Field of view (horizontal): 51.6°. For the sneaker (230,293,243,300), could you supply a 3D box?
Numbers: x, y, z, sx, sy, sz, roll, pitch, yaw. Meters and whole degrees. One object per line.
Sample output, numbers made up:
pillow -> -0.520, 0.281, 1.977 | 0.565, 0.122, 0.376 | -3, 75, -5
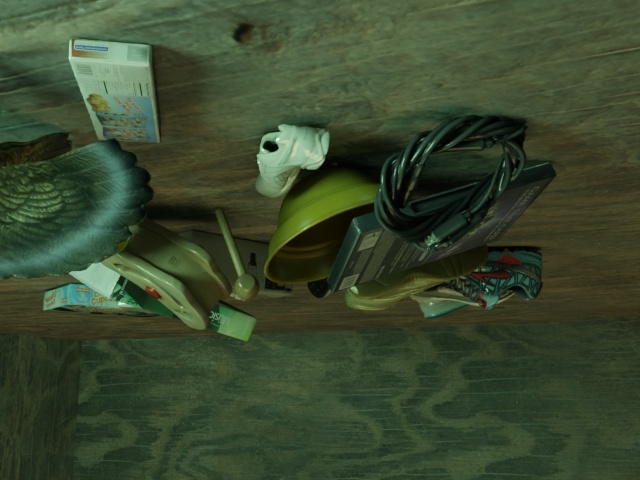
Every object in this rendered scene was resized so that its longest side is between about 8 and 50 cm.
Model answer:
sneaker -> -0.215, 0.086, 1.529 | 0.191, 0.071, 0.083 | 11, 145, -45

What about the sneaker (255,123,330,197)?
sneaker -> -0.047, -0.094, 0.747 | 0.061, 0.053, 0.152 | 15, 156, -23

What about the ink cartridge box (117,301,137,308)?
ink cartridge box -> -0.379, 0.132, 1.640 | 0.208, 0.086, 0.153 | 1, 167, -4

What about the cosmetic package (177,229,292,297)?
cosmetic package -> -0.158, 0.048, 1.256 | 0.239, 0.098, 0.060 | 11, 161, -42

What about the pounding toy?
pounding toy -> -0.208, 0.035, 1.068 | 0.270, 0.155, 0.154 | 28, 154, 13

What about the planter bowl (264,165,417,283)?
planter bowl -> 0.016, -0.033, 0.850 | 0.217, 0.090, 0.217 | -20, 160, -8

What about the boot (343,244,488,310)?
boot -> 0.170, 0.063, 1.247 | 0.262, 0.095, 0.203 | -19, 166, -5

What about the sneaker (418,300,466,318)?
sneaker -> 0.344, 0.112, 1.602 | 0.229, 0.092, 0.087 | -19, 166, -5

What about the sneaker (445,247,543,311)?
sneaker -> 0.324, 0.081, 1.352 | 0.262, 0.125, 0.104 | -2, 167, 6

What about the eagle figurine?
eagle figurine -> -0.334, -0.056, 0.593 | 0.225, 0.226, 0.298 | -30, 149, 25

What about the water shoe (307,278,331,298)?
water shoe -> 0.044, 0.058, 1.413 | 0.080, 0.073, 0.203 | -38, -177, -39

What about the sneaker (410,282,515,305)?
sneaker -> 0.310, 0.091, 1.468 | 0.272, 0.100, 0.108 | -5, 161, 21

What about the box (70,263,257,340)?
box -> -0.310, 0.101, 1.281 | 0.322, 0.058, 0.232 | 25, 176, -43

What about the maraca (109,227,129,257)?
maraca -> -0.330, -0.038, 0.880 | 0.127, 0.099, 0.185 | -9, 140, 12

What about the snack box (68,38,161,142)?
snack box -> -0.185, -0.132, 0.616 | 0.064, 0.022, 0.178 | 1, 167, -11

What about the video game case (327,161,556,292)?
video game case -> 0.152, -0.013, 0.877 | 0.274, 0.026, 0.196 | -17, 159, -17

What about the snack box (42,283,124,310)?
snack box -> -0.595, 0.176, 1.891 | 0.322, 0.060, 0.187 | 11, 163, -40

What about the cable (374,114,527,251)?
cable -> 0.144, -0.072, 0.723 | 0.184, 0.047, 0.150 | -40, 130, 13
